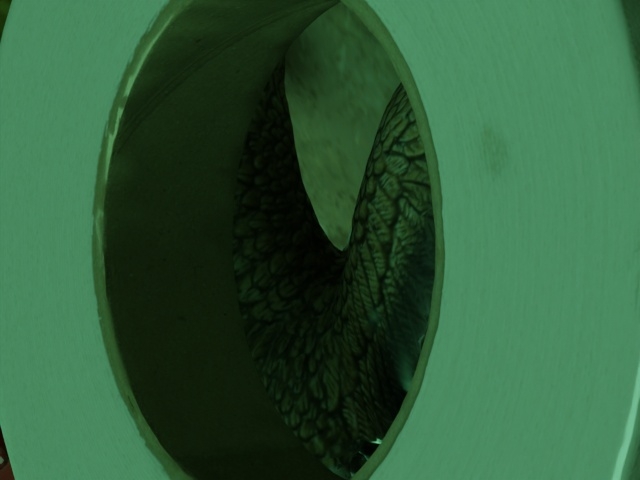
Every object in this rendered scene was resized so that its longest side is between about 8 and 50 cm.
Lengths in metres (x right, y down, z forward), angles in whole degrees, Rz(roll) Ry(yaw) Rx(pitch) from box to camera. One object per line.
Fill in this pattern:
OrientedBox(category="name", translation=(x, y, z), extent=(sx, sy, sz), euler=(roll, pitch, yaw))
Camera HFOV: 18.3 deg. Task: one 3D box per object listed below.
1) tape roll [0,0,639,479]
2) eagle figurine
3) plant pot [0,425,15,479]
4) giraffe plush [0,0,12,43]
OrientedBox(category="tape roll", translation=(0.000, 0.000, 0.733), extent=(0.392, 0.072, 0.392), euler=(0, 90, 50))
OrientedBox(category="eagle figurine", translation=(0.006, 0.009, 0.922), extent=(0.225, 0.226, 0.298), euler=(-123, 15, -61))
OrientedBox(category="plant pot", translation=(-0.140, 0.078, 1.233), extent=(0.191, 0.191, 0.174), euler=(-29, 79, 62))
OrientedBox(category="giraffe plush", translation=(-0.110, -0.147, 1.031), extent=(0.181, 0.210, 0.170), euler=(21, 116, 22))
